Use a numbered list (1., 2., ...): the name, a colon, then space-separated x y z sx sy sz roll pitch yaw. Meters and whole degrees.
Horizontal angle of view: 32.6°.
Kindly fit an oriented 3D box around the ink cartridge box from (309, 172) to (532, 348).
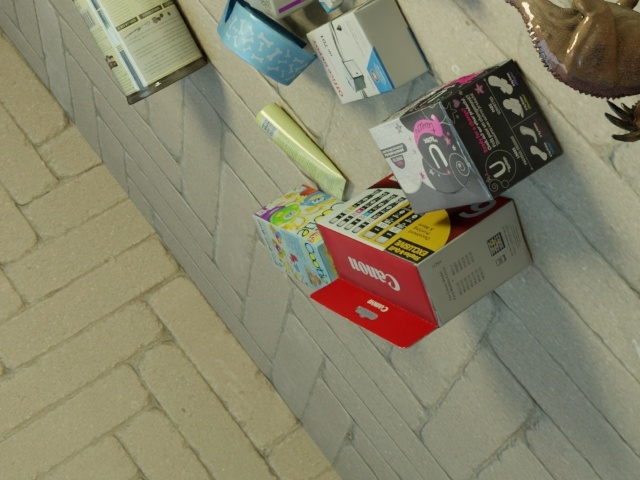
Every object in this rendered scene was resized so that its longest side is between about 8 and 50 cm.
1. ink cartridge box: 0.140 0.020 1.816 0.309 0.272 0.130 23 141 56

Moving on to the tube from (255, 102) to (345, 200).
1. tube: -0.034 -0.182 2.237 0.240 0.062 0.070 46 -159 15

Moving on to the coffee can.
1. coffee can: -0.405 -0.470 2.442 0.275 0.202 0.201 62 159 -12

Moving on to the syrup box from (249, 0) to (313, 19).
1. syrup box: -0.089 -0.501 1.828 0.093 0.096 0.236 37 151 48

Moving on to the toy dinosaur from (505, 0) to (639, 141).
1. toy dinosaur: 0.318 -0.194 1.178 0.127 0.296 0.200 -105 29 -76

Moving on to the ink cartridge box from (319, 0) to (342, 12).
1. ink cartridge box: 0.019 -0.418 1.799 0.048 0.028 0.083 55 160 6

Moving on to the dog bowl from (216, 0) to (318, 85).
1. dog bowl: -0.102 -0.350 1.917 0.166 0.074 0.297 31 -169 -18

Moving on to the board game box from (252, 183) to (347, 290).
1. board game box: 0.000 0.000 2.292 0.275 0.142 0.144 26 143 55

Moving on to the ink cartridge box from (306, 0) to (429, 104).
1. ink cartridge box: 0.073 -0.306 1.766 0.139 0.082 0.191 61 158 -11

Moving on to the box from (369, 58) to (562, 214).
1. box: 0.204 -0.147 1.611 0.163 0.142 0.247 60 159 -8
